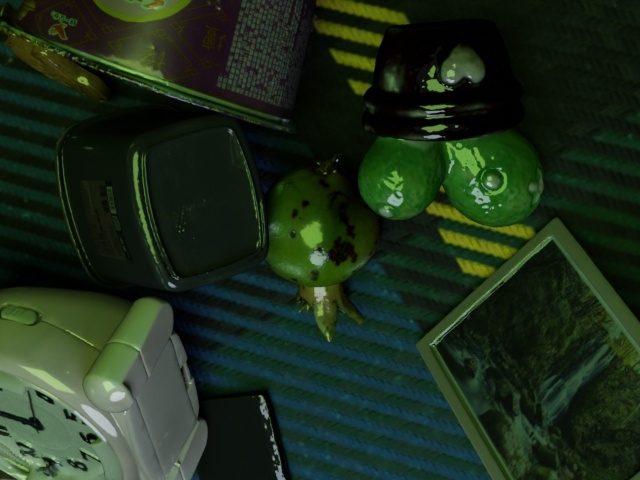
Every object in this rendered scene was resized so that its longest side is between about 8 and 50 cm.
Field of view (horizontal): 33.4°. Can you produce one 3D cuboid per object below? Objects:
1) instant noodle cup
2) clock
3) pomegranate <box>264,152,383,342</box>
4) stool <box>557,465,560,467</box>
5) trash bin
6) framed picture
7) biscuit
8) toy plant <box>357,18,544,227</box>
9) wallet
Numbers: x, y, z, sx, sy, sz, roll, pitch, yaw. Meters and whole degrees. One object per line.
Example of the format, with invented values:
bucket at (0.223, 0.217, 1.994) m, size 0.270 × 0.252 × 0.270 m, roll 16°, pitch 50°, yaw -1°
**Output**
instant noodle cup at (-0.142, -0.290, 1.120) m, size 0.340 × 0.340 × 0.265 m, roll 20°, pitch 98°, yaw 7°
clock at (-0.325, 0.181, 1.286) m, size 0.326 × 0.184 × 0.342 m, roll 6°, pitch 130°, yaw 15°
pomegranate at (0.011, 0.008, 1.237) m, size 0.156 × 0.156 × 0.220 m, roll -17°, pitch 115°, yaw 16°
stool at (0.391, 0.342, 1.220) m, size 0.270 × 0.170 × 0.243 m, roll 2°, pitch 105°, yaw 12°
trash bin at (-0.186, -0.049, 1.215) m, size 0.182 × 0.290 × 0.209 m, roll -17°, pitch 102°, yaw -27°
framed picture at (0.254, 0.156, 1.168) m, size 0.240 × 0.324 × 0.020 m, roll -43°, pitch 135°, yaw 18°
biscuit at (-0.317, -0.207, 1.274) m, size 0.140 × 0.118 × 0.023 m, roll 28°, pitch 83°, yaw 7°
toy plant at (0.142, -0.120, 1.164) m, size 0.218 × 0.175 × 0.235 m, roll -8°, pitch 108°, yaw -17°
wallet at (-0.099, 0.317, 1.396) m, size 0.124 × 0.025 × 0.244 m, roll -11°, pitch 101°, yaw 15°
